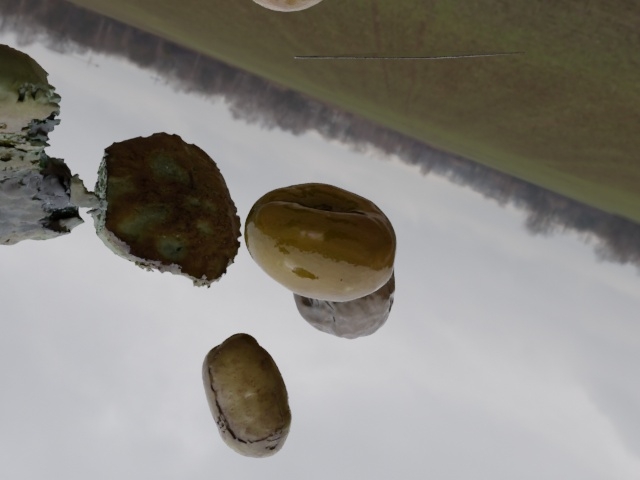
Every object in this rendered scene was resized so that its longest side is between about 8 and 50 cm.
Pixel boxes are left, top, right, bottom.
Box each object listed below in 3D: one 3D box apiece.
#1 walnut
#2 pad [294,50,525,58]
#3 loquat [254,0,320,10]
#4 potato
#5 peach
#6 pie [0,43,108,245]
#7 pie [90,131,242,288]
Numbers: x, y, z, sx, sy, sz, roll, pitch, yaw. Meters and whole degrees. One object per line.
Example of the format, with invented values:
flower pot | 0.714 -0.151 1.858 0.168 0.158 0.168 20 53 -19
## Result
walnut | 0.050 0.081 1.815 0.227 0.273 0.273 -7 -172 3
pad | 0.109 -0.216 0.955 0.181 0.004 0.267 9 -163 36
loquat | -0.071 -0.508 1.490 0.187 0.175 0.234 25 -166 29
potato | -0.098 0.208 1.103 0.170 0.107 0.080 63 166 15
peach | 0.000 0.000 1.296 0.251 0.153 0.251 6 -162 -2
pie | -0.410 -0.091 0.933 0.297 0.078 0.371 -6 152 -6
pie | -0.293 -0.060 1.608 0.289 0.103 0.354 10 -127 -30
